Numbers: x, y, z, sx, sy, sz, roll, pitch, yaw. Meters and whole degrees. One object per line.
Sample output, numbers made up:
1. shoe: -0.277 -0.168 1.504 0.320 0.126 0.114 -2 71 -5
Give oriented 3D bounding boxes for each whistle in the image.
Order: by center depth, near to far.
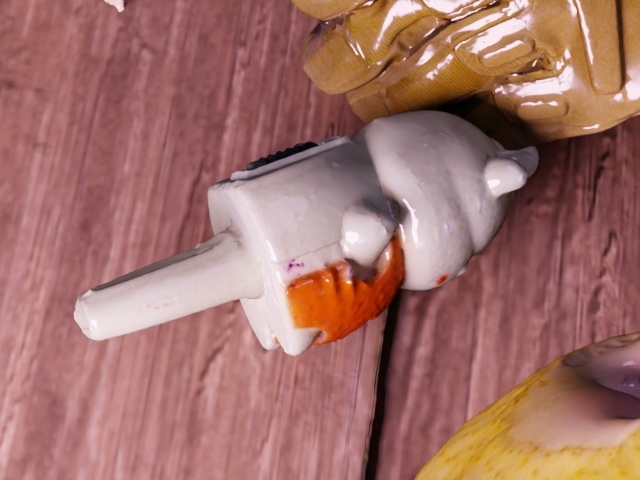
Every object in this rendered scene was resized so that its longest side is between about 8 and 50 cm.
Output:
1. whistle: 0.000 -0.002 0.949 0.253 0.101 0.105 -19 67 -18

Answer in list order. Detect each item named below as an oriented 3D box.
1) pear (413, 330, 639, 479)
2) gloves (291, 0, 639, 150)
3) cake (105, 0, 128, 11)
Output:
1. pear: 0.162 0.150 0.795 0.271 0.271 0.271 2 61 -4
2. gloves: 0.149 -0.126 0.997 0.331 0.141 0.154 1 84 -9
3. cake: -0.092 -0.182 1.084 0.052 0.065 0.121 37 41 15
